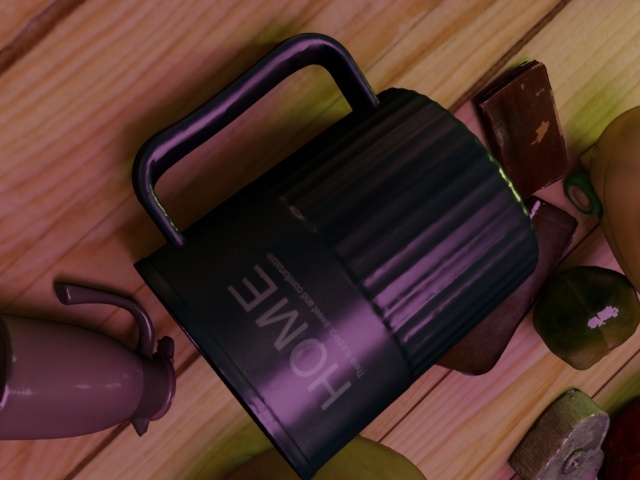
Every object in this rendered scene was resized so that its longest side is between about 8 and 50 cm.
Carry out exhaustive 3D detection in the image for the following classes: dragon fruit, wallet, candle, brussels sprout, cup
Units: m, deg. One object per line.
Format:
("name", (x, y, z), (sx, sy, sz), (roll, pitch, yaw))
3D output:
("dragon fruit", (0.627, 0.378, 1.435), (0.342, 0.277, 0.277), (-45, 135, -1))
("wallet", (0.242, 0.067, 1.103), (0.137, 0.031, 0.255), (20, 107, -44))
("candle", (0.387, 0.342, 1.373), (0.168, 0.068, 0.192), (-23, 128, -19))
("wallet", (0.234, -0.120, 0.974), (0.095, 0.026, 0.176), (-35, 132, -4))
("brussels sprout", (0.364, 0.097, 1.156), (0.155, 0.118, 0.155), (-22, 150, -13))
("cup", (0.002, 0.008, 0.777), (0.292, 0.308, 0.242), (-37, 167, -11))

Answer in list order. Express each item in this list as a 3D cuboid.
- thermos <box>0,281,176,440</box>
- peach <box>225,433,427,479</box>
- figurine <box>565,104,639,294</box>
("thermos", (-0.214, 0.109, 0.755), (0.193, 0.105, 0.137), (15, 78, -46))
("peach", (0.005, 0.362, 0.973), (0.292, 0.247, 0.292), (-5, 120, -8))
("figurine", (0.438, -0.021, 1.028), (0.124, 0.222, 0.325), (-36, 112, -14))
